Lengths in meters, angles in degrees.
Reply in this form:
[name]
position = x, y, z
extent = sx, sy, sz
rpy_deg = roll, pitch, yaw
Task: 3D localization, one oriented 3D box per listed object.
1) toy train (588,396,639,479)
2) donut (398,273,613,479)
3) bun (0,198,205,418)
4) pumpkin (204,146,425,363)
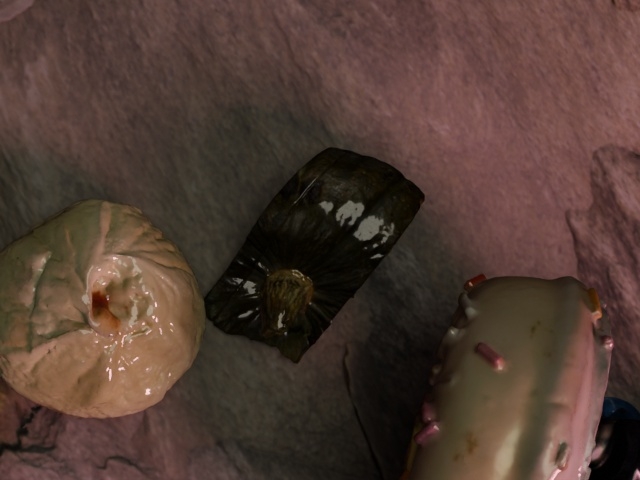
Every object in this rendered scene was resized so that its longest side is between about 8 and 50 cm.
[toy train]
position = 0.362, 0.309, 1.085
extent = 0.300, 0.188, 0.265
rpy_deg = 26, 76, -25
[donut]
position = 0.151, 0.202, 0.987
extent = 0.142, 0.382, 0.382
rpy_deg = 18, 74, 8
[bun]
position = -0.217, 0.067, 1.029
extent = 0.220, 0.134, 0.220
rpy_deg = 3, 77, -15
[pumpkin]
position = -0.002, 0.003, 1.102
extent = 0.131, 0.126, 0.248
rpy_deg = 36, 73, -3
